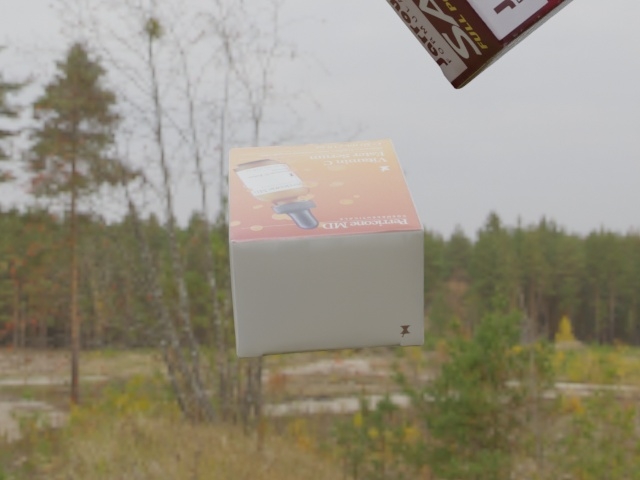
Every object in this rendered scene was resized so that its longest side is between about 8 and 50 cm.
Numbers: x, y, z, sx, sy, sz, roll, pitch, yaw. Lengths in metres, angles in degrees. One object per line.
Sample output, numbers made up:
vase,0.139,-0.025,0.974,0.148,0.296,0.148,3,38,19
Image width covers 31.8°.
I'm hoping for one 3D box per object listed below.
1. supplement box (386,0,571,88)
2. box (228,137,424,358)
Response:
supplement box,0.124,-0.200,0.556,0.239,0.130,0.073,-39,0,-14
box,0.000,0.000,0.810,0.130,0.091,0.170,-4,26,-4
